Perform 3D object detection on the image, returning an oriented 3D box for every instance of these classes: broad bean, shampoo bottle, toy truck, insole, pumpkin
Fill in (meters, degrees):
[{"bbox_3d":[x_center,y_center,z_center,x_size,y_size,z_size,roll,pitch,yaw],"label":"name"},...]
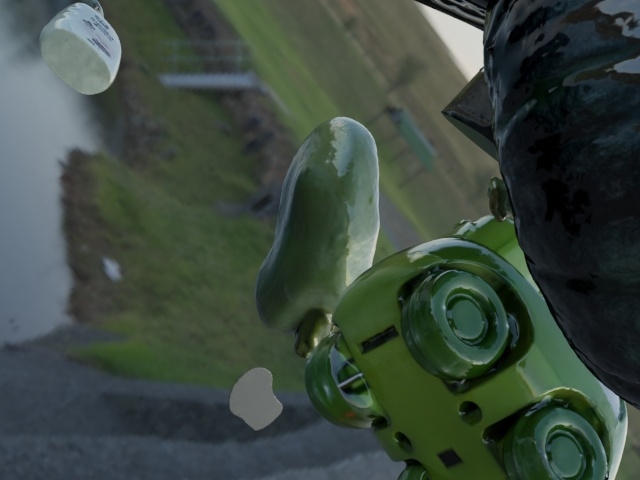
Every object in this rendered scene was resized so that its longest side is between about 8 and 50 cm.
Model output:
[{"bbox_3d":[0.000,0.000,1.276,0.169,0.100,0.228,-132,-136,-70],"label":"broad bean"},{"bbox_3d":[-0.216,-0.186,1.292,0.077,0.045,0.152,43,15,-18],"label":"shampoo bottle"},{"bbox_3d":[0.103,0.068,0.841,0.187,0.148,0.210,43,51,-10],"label":"toy truck"},{"bbox_3d":[-0.062,0.155,1.368,0.002,0.053,0.153,48,-7,23],"label":"insole"},{"bbox_3d":[0.128,-0.031,0.505,0.202,0.140,0.202,53,26,-41],"label":"pumpkin"}]

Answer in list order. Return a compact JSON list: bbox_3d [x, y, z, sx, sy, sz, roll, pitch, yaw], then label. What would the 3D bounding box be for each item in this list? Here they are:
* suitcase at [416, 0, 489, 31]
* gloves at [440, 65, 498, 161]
[{"bbox_3d":[0.077,-0.237,0.809,0.345,0.188,0.339,19,22,-33],"label":"suitcase"},{"bbox_3d":[0.209,-0.127,1.025,0.164,0.203,0.124,41,0,40],"label":"gloves"}]
